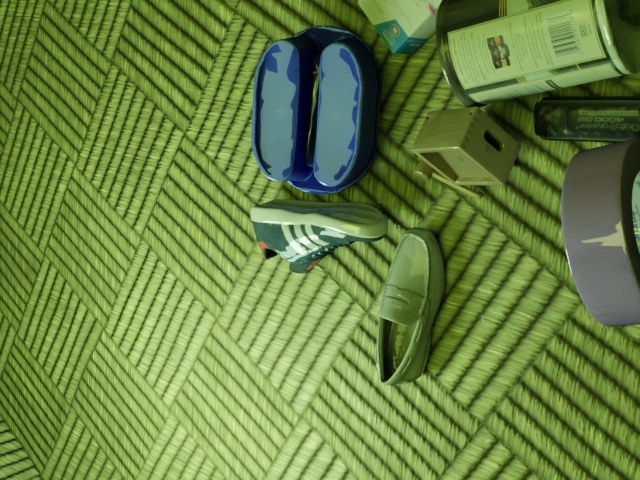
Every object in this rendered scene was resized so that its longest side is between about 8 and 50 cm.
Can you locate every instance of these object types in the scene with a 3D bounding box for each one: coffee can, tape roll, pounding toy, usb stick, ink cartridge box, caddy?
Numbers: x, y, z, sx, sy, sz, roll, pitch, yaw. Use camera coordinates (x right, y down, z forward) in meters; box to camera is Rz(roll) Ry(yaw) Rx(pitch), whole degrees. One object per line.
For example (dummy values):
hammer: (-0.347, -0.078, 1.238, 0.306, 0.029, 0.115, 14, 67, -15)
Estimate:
coffee can: (0.355, -0.338, 1.295, 0.275, 0.201, 0.202, -6, 93, 39)
tape roll: (0.462, -0.011, 1.213, 0.090, 0.274, 0.275, -12, 90, 39)
pounding toy: (0.255, -0.158, 1.464, 0.206, 0.181, 0.094, 6, 67, 56)
usb stick: (0.485, -0.197, 1.314, 0.277, 0.045, 0.077, 8, 109, 38)
ink cartridge box: (0.192, -0.471, 1.482, 0.231, 0.078, 0.134, -42, 72, 35)
caddy: (-0.006, -0.258, 1.618, 0.241, 0.179, 0.342, 8, 102, 15)

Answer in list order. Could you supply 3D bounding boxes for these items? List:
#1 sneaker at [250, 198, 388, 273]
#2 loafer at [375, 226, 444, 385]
sneaker: (0.000, 0.000, 1.694, 0.350, 0.131, 0.148, 8, 109, 43)
loafer: (0.169, 0.134, 1.577, 0.112, 0.111, 0.320, 12, 105, 37)
